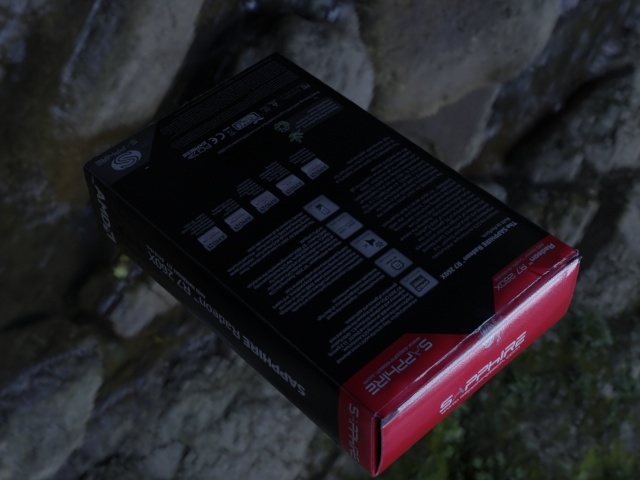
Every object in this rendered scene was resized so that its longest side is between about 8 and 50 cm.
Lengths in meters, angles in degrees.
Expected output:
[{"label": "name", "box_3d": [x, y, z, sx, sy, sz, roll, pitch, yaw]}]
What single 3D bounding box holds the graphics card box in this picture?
[{"label": "graphics card box", "box_3d": [0.000, 0.000, 0.970, 0.233, 0.371, 0.094, -36, 147, -26]}]
